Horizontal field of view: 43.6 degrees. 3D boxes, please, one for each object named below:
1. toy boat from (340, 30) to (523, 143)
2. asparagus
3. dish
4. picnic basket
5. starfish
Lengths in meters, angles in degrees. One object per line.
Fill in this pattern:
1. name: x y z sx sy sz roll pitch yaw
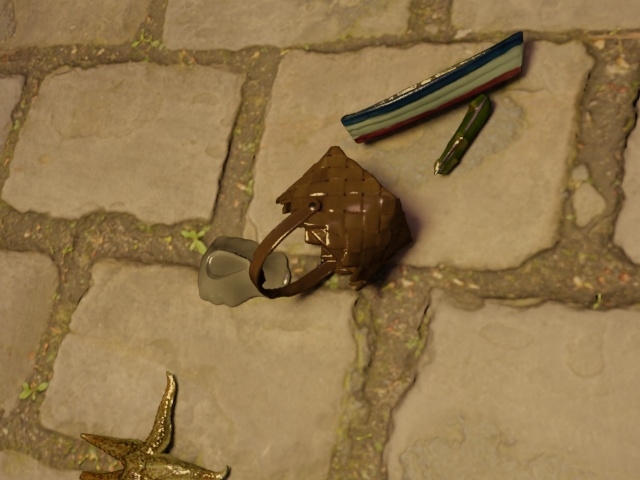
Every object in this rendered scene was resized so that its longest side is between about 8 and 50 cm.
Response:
1. toy boat: 0.133 -0.175 0.932 0.229 0.080 0.046 -22 98 17
2. asparagus: 0.161 -0.118 0.918 0.025 0.021 0.108 33 90 37
3. dish: -0.104 0.035 0.993 0.137 0.039 0.091 5 75 30
4. picnic basket: 0.000 0.000 0.896 0.178 0.128 0.138 -38 55 -9
5. starfish: -0.210 0.267 0.970 0.223 0.050 0.217 -1 65 22
